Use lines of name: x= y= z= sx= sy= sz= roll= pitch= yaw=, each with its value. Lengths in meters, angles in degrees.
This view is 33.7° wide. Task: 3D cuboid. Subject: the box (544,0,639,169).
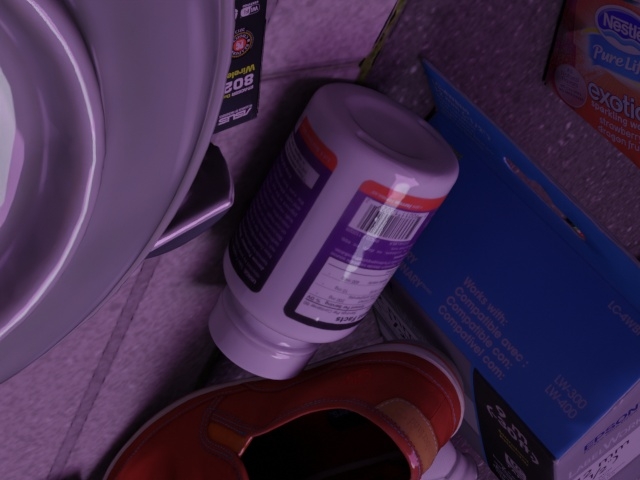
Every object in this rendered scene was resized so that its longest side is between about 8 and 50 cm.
box: x=0.343 y=-0.180 z=0.814 sx=0.300 sy=0.154 sz=0.142 roll=-26 pitch=147 yaw=-21

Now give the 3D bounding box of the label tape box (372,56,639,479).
label tape box: x=0.134 y=0.063 z=0.804 sx=0.115 sy=0.249 sz=0.347 roll=-36 pitch=150 yaw=-7

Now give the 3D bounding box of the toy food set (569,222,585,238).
toy food set: x=0.246 y=0.013 z=1.089 sx=0.083 sy=0.020 sz=0.083 roll=-28 pitch=147 yaw=-21

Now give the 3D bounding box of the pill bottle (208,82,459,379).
pill bottle: x=0.000 y=0.000 z=0.714 sx=0.108 sy=0.108 sz=0.193 roll=-2 pitch=133 yaw=-47

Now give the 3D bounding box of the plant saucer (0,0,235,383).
plant saucer: x=-0.195 y=-0.040 z=0.385 sx=0.400 sy=0.100 sz=0.400 roll=-21 pitch=135 yaw=-23

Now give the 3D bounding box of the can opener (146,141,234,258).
can opener: x=-0.171 y=0.028 z=0.595 sx=0.283 sy=0.076 sz=0.095 roll=-31 pitch=148 yaw=-13

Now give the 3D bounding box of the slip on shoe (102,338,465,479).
slip on shoe: x=-0.048 y=0.169 z=0.790 sx=0.331 sy=0.123 sz=0.101 roll=-24 pitch=-165 yaw=28

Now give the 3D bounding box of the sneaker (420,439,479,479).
sneaker: x=0.030 y=0.299 z=1.124 sx=0.297 sy=0.129 sz=0.111 roll=-42 pitch=-163 yaw=-20

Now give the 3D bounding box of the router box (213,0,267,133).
router box: x=-0.090 y=-0.091 z=0.565 sx=0.122 sy=0.038 sz=0.092 roll=-24 pitch=147 yaw=-25
